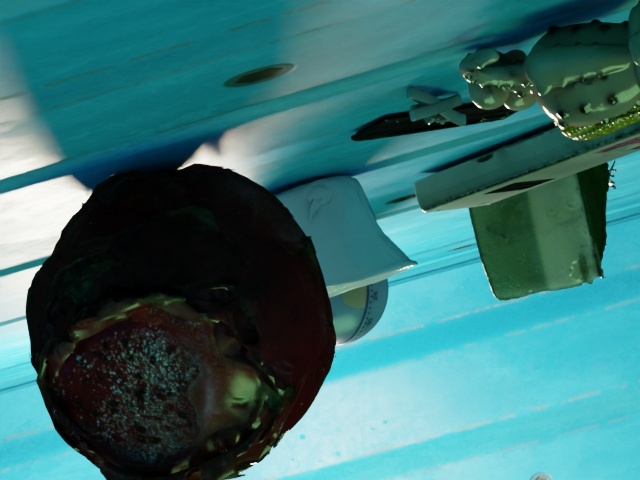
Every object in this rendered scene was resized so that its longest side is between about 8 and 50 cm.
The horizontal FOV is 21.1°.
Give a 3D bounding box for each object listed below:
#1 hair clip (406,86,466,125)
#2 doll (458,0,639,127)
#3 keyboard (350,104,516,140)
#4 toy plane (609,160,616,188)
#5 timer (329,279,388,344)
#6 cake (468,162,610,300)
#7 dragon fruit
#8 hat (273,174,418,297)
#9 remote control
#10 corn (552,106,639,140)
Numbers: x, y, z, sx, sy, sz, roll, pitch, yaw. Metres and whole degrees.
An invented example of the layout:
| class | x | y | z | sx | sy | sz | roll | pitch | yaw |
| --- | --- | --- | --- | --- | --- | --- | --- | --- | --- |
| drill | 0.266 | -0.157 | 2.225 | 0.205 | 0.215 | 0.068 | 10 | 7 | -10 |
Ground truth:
| class | x | y | z | sx | sy | sz | roll | pitch | yaw |
| --- | --- | --- | --- | --- | --- | --- | --- | --- | --- |
| hair clip | 0.096 | -0.118 | 1.550 | 0.039 | 0.030 | 0.115 | -16 | 174 | 21 |
| doll | 0.245 | -0.146 | 1.344 | 0.278 | 0.119 | 0.154 | -7 | 178 | 31 |
| keyboard | 0.124 | -0.120 | 1.686 | 0.198 | 0.010 | 0.064 | -11 | 171 | -35 |
| toy plane | 0.400 | -0.085 | 2.452 | 0.078 | 0.024 | 0.084 | -48 | -152 | -6 |
| timer | -0.012 | 0.053 | 2.392 | 0.175 | 0.175 | 0.255 | -19 | 149 | 33 |
| cake | 0.300 | -0.076 | 2.324 | 0.158 | 0.172 | 0.283 | -12 | -151 | 22 |
| dragon fruit | -0.130 | 0.078 | 1.573 | 0.296 | 0.295 | 0.301 | -14 | -158 | -5 |
| hat | 0.000 | 0.000 | 1.925 | 0.203 | 0.126 | 0.203 | -15 | 173 | -2 |
| remote control | 0.279 | -0.103 | 2.022 | 0.344 | 0.050 | 0.145 | -21 | 171 | 40 |
| corn | 0.298 | -0.148 | 1.595 | 0.072 | 0.072 | 0.203 | -9 | 170 | -44 |
